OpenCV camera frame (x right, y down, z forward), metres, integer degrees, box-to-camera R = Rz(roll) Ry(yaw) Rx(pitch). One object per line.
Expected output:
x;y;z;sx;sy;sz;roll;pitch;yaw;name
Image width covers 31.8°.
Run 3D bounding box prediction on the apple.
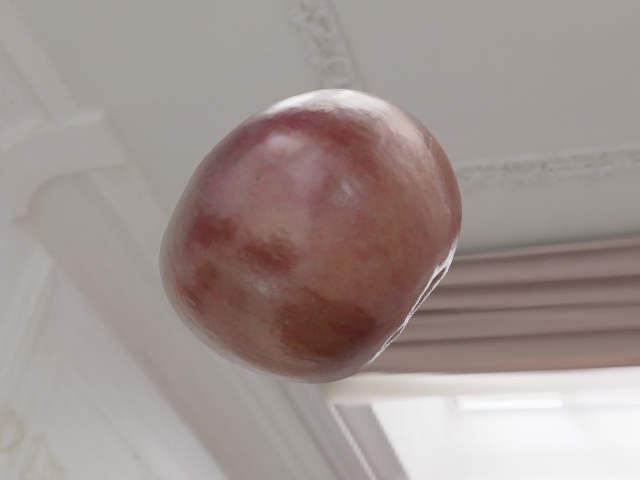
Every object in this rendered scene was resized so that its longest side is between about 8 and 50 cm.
0.000;0.000;0.550;0.120;0.153;0.153;42;-162;11;apple
